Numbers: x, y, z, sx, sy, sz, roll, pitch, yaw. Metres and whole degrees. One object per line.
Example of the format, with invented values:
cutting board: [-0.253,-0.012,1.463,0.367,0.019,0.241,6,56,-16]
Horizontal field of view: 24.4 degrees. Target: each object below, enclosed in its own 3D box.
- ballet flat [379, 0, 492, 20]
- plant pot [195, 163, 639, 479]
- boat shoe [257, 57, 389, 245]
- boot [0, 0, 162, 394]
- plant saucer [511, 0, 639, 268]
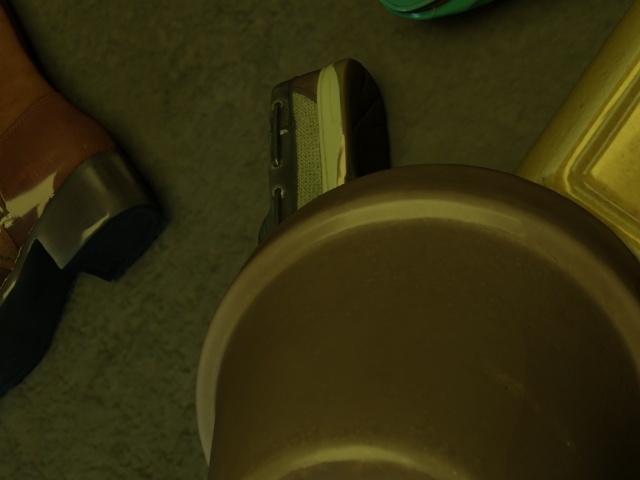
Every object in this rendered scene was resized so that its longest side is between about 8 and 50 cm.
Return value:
ballet flat: [0.141,-0.201,0.864,0.247,0.087,0.083,-20,99,32]
plant pot: [0.047,0.116,0.727,0.263,0.229,0.263,4,109,10]
boat shoe: [-0.001,-0.001,0.913,0.073,0.080,0.223,-9,72,31]
boot: [-0.279,-0.037,1.046,0.264,0.096,0.280,-46,64,12]
plant saucer: [0.285,-0.055,0.776,0.333,0.081,0.332,38,99,27]
